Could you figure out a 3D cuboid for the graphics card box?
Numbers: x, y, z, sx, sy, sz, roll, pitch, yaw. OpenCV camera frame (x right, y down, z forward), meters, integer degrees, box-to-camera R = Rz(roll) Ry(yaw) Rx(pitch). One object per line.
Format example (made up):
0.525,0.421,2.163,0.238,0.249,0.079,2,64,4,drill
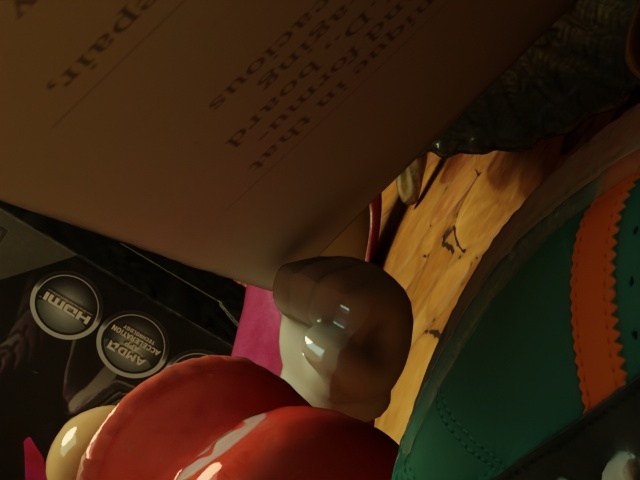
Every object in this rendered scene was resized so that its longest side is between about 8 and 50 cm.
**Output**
-0.215,0.142,1.138,0.371,0.233,0.094,-55,7,20,graphics card box

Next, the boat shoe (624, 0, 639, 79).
0.148,-0.104,0.621,0.135,0.050,0.045,-52,5,-12,boat shoe

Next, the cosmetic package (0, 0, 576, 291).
-0.055,-0.221,0.528,0.327,0.329,0.393,-45,-14,5,cosmetic package

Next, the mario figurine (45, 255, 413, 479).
-0.062,0.112,0.651,0.320,0.170,0.198,130,143,-65,mario figurine

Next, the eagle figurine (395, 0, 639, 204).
0.055,-0.155,0.820,0.225,0.226,0.298,-41,3,-7,eagle figurine

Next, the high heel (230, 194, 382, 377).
0.000,0.000,0.917,0.117,0.082,0.244,-47,18,56,high heel

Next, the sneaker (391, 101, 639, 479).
0.101,0.021,0.329,0.302,0.108,0.121,-51,9,34,sneaker
